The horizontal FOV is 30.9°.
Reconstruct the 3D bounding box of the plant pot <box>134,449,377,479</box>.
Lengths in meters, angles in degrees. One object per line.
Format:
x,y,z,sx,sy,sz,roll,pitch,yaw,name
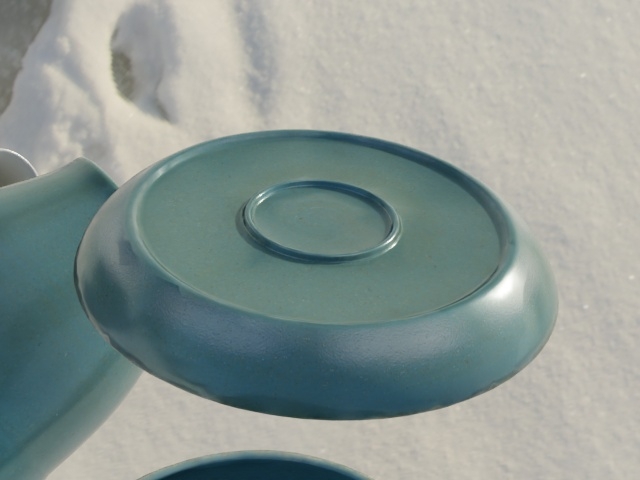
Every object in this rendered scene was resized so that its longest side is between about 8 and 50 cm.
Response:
-0.059,0.271,0.594,0.290,0.195,0.290,10,65,-23,plant pot

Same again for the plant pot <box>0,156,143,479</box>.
-0.267,0.064,1.060,0.255,0.272,0.271,-38,95,-16,plant pot

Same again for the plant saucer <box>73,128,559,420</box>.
0.000,0.000,0.757,0.318,0.317,0.043,-16,127,-30,plant saucer

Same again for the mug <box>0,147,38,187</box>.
-0.487,-0.045,1.576,0.150,0.169,0.113,-23,93,-49,mug
